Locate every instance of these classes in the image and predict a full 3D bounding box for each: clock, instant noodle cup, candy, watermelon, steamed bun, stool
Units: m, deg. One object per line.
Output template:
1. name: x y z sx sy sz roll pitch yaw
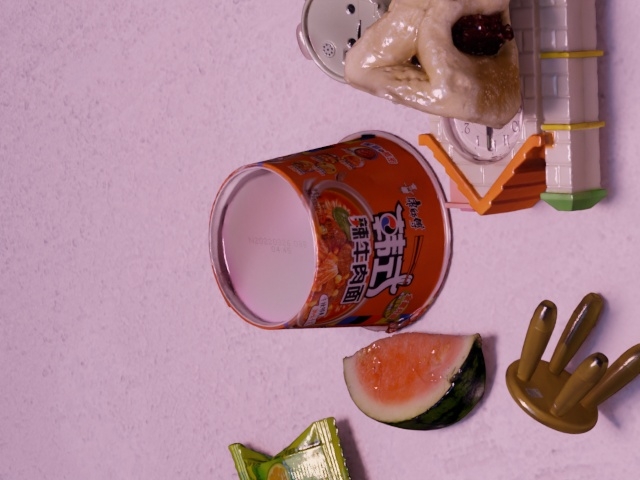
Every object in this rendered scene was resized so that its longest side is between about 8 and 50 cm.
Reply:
1. clock: 0.043 -0.250 1.817 0.191 0.062 0.152 19 122 32
2. instant noodle cup: 0.000 0.000 1.840 0.250 0.192 0.250 10 104 46
3. candy: -0.039 0.317 2.025 0.246 0.069 0.149 -26 79 47
4. watermelon: 0.113 0.167 1.850 0.245 0.063 0.119 -16 72 52
5. steamed bun: 0.128 -0.207 1.574 0.172 0.140 0.155 24 104 37
6. clock: 0.196 -0.156 1.669 0.219 0.106 0.255 4 99 47
7. stool: 0.266 0.129 1.636 0.134 0.135 0.110 25 121 -8
